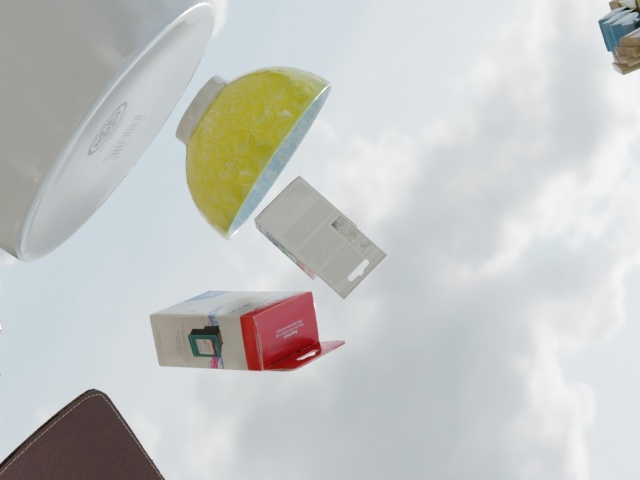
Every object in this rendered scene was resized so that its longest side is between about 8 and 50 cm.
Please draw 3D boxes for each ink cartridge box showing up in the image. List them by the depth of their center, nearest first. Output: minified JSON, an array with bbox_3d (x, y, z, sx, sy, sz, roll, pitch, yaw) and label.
[{"bbox_3d":[0.000,0.000,1.050,0.063,0.115,0.029,-45,167,-13],"label":"ink cartridge box"},{"bbox_3d":[-0.097,0.119,1.509,0.231,0.134,0.078,-2,-78,34],"label":"ink cartridge box"}]

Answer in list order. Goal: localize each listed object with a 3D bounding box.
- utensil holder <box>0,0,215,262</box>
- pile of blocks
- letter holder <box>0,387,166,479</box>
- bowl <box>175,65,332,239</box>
[{"bbox_3d":[-0.339,-0.210,1.045,0.327,0.385,0.327,-54,179,-2],"label":"utensil holder"},{"bbox_3d":[0.379,-0.272,1.271,0.362,0.149,0.112,-106,174,-73],"label":"pile of blocks"},{"bbox_3d":[-0.335,0.331,1.262,0.152,0.214,0.302,-10,-152,41],"label":"letter holder"},{"bbox_3d":[-0.123,-0.161,1.698,0.289,0.156,0.289,-55,179,-1],"label":"bowl"}]
